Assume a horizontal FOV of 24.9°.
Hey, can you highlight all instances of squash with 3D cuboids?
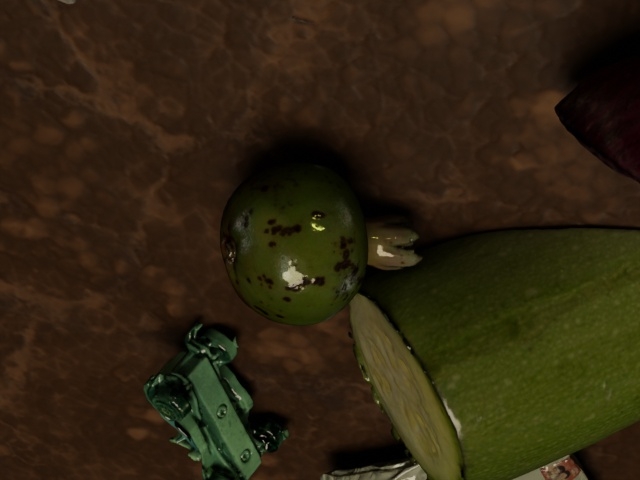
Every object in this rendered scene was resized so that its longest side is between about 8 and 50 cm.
[{"bbox_3d":[0.171,0.062,1.068,0.260,0.189,0.189,-26,132,-12],"label":"squash"}]

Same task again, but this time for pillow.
[{"bbox_3d":[0.117,0.214,1.206,0.229,0.051,0.128,-15,136,26],"label":"pillow"}]

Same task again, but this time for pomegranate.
[{"bbox_3d":[0.000,0.000,0.994,0.142,0.114,0.114,-2,140,-25],"label":"pomegranate"}]

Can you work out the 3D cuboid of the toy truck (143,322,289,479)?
[{"bbox_3d":[-0.095,0.137,1.172,0.078,0.080,0.154,13,142,39],"label":"toy truck"}]

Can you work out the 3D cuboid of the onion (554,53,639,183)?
[{"bbox_3d":[0.287,-0.043,0.826,0.250,0.247,0.111,23,102,-21],"label":"onion"}]

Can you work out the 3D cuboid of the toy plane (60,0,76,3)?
[{"bbox_3d":[-0.258,-0.250,0.803,0.326,0.104,0.223,37,131,-28],"label":"toy plane"}]
